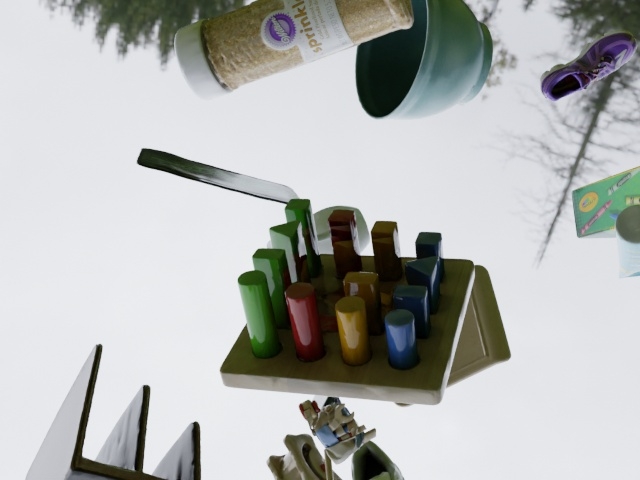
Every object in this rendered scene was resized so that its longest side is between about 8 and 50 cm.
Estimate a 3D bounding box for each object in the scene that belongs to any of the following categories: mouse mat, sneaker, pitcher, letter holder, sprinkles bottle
[{"bbox_3d":[-0.112,-0.072,0.958,0.190,0.007,0.152,16,-170,-13],"label":"mouse mat"},{"bbox_3d":[0.448,-0.280,1.405,0.068,0.170,0.071,48,-157,-20],"label":"sneaker"},{"bbox_3d":[0.000,0.000,1.776,0.207,0.125,0.178,-20,178,-10],"label":"pitcher"},{"bbox_3d":[-0.279,0.307,1.078,0.152,0.302,0.214,21,-147,-21],"label":"letter holder"},{"bbox_3d":[0.087,0.358,1.089,0.090,0.115,0.232,-28,-138,-4],"label":"sneaker"},{"bbox_3d":[-0.042,-0.324,1.288,0.355,0.121,0.121,-16,-151,17],"label":"sprinkles bottle"}]

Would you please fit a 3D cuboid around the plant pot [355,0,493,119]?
[{"bbox_3d":[0.222,-0.377,1.712,0.196,0.293,0.293,5,-146,-25],"label":"plant pot"}]

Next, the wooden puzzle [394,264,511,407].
[{"bbox_3d":[0.230,0.181,1.588,0.044,0.239,0.221,41,-149,-40],"label":"wooden puzzle"}]

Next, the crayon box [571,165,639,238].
[{"bbox_3d":[0.520,-0.066,1.221,0.165,0.278,0.081,-1,-100,-23],"label":"crayon box"}]

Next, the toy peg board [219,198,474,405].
[{"bbox_3d":[0.021,0.033,0.628,0.161,0.079,0.161,2,-148,19],"label":"toy peg board"}]

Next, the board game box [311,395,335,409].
[{"bbox_3d":[0.025,0.326,1.883,0.026,0.126,0.186,28,178,-3],"label":"board game box"}]

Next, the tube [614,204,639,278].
[{"bbox_3d":[0.428,0.013,1.125,0.080,0.207,0.052,-7,-111,23],"label":"tube"}]

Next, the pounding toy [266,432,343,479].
[{"bbox_3d":[0.015,0.494,1.765,0.154,0.155,0.269,27,-164,-37],"label":"pounding toy"}]

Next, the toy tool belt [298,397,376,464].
[{"bbox_3d":[0.019,0.177,0.830,0.051,0.083,0.052,-30,-149,2],"label":"toy tool belt"}]
